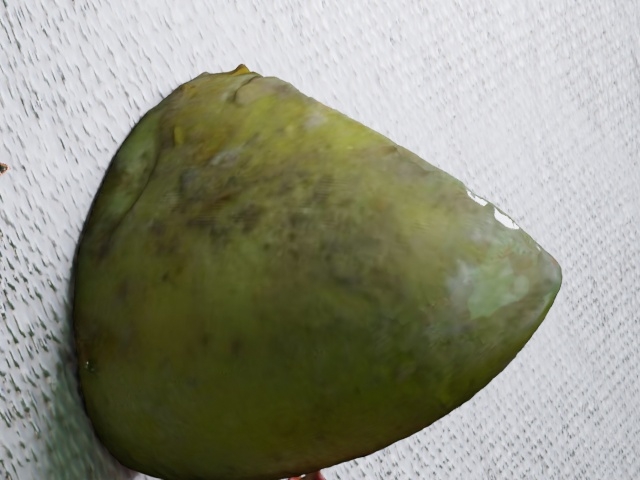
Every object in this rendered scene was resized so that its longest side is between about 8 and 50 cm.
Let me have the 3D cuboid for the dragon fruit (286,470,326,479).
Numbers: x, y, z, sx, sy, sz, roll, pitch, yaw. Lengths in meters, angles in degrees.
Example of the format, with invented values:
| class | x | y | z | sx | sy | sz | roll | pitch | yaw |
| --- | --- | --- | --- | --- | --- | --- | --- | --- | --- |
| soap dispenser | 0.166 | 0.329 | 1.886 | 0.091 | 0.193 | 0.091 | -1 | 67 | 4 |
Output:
| class | x | y | z | sx | sy | sz | roll | pitch | yaw |
| --- | --- | --- | --- | --- | --- | --- | --- | --- | --- |
| dragon fruit | -0.029 | 0.238 | 0.810 | 0.268 | 0.210 | 0.205 | -13 | 76 | -12 |

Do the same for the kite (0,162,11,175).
| class | x | y | z | sx | sy | sz | roll | pitch | yaw |
| --- | --- | --- | --- | --- | --- | --- | --- | --- | --- |
| kite | -0.228 | -0.040 | 0.720 | 0.190 | 0.010 | 0.159 | 21 | 73 | -50 |

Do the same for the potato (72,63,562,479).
| class | x | y | z | sx | sy | sz | roll | pitch | yaw |
| --- | --- | --- | --- | --- | --- | --- | --- | --- | --- |
| potato | 0.000 | 0.000 | 0.810 | 0.112 | 0.255 | 0.269 | 39 | 60 | -46 |
